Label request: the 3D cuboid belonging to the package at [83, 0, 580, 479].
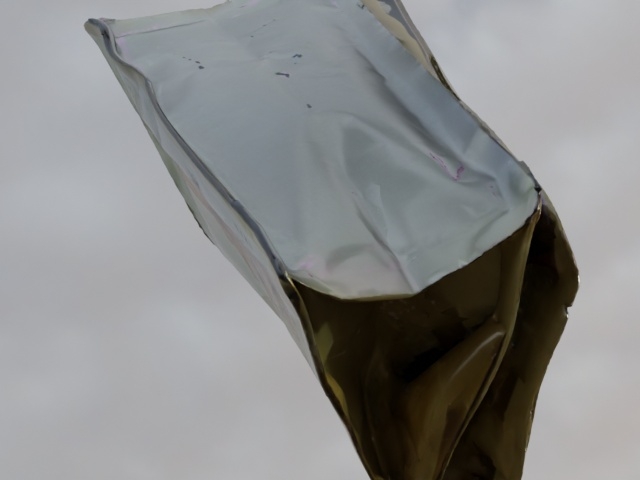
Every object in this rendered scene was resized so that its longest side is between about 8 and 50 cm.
[{"bbox_3d":[0.027,-0.020,0.994,0.165,0.311,0.221,-31,-54,-4],"label":"package"}]
